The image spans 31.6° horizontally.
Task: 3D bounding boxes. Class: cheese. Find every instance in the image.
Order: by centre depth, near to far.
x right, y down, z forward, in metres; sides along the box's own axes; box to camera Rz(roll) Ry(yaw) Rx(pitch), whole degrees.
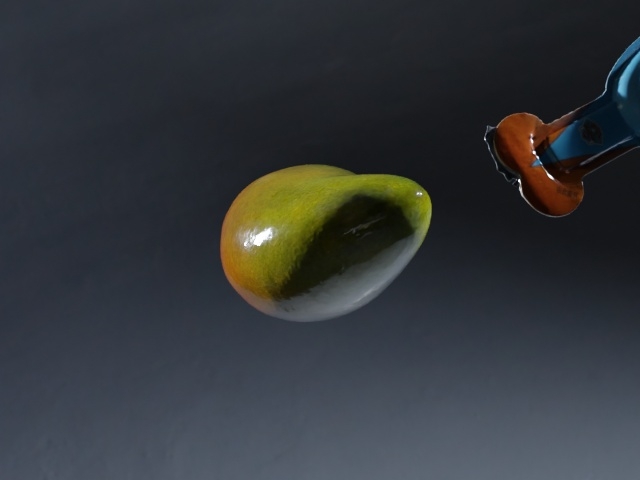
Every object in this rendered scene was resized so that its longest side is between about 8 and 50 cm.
[{"bbox_3d":[0.242,-0.099,0.869,0.256,0.037,0.106,-27,80,-18],"label":"cheese"}]

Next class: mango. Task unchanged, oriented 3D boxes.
[{"bbox_3d":[-0.006,0.001,0.911,0.146,0.129,0.289,-9,2,-8],"label":"mango"}]
